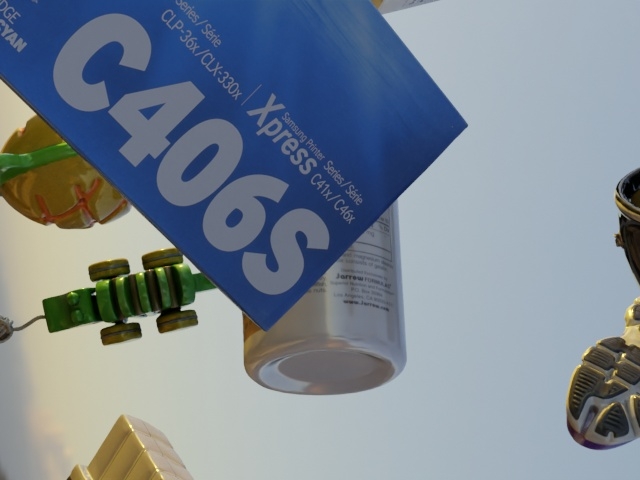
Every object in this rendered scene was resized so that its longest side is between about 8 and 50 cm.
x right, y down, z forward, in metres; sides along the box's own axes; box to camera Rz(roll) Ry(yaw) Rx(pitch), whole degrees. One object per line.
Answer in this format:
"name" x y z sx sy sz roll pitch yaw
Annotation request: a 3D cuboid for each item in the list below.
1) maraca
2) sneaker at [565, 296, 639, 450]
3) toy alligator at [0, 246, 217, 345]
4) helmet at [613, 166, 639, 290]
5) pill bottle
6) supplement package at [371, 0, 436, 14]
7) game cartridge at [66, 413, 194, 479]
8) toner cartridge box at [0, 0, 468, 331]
"maraca" -0.208 -0.056 1.500 0.127 0.185 0.099 -36 -113 57
"sneaker" 0.200 0.100 1.234 0.170 0.068 0.071 -34 152 -57
"toy alligator" -0.148 0.043 1.296 0.051 0.189 0.056 87 -9 -84
"helmet" 0.220 -0.013 0.834 0.162 0.169 0.169 -64 -160 15
"pill bottle" 0.000 0.000 1.549 0.131 0.131 0.229 106 -17 -66
"supplement package" 0.156 -0.357 1.737 0.198 0.262 0.199 131 -59 -67
"game cartridge" -0.205 0.328 1.482 0.355 0.068 0.230 -58 -148 6
"toner cartridge box" -0.080 -0.115 0.962 0.348 0.165 0.075 46 -4 -41
